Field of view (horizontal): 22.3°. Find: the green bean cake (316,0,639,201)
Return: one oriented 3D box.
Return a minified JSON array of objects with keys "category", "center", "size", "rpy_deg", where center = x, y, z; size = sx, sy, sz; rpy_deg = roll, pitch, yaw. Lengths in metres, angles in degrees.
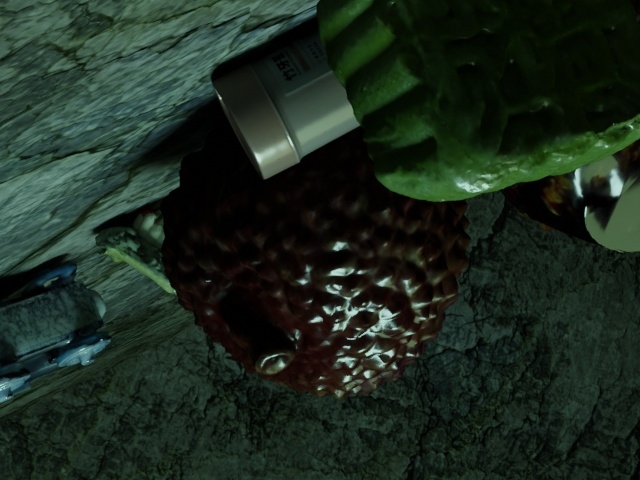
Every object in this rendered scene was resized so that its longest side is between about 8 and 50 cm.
[{"category":"green bean cake","center":[0.134,-0.149,1.296],"size":[0.248,0.222,0.125],"rpy_deg":[-22,174,-26]}]

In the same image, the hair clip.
[{"category":"hair clip","center":[-0.169,0.017,1.938],"size":[0.091,0.138,0.321],"rpy_deg":[-58,174,-2]}]

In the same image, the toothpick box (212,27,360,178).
[{"category":"toothpick box","center":[-0.007,-0.129,1.410],"size":[0.149,0.098,0.098],"rpy_deg":[-28,175,-4]}]

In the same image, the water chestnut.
[{"category":"water chestnut","center":[0.282,-0.168,1.733],"size":[0.335,0.347,0.335],"rpy_deg":[-22,130,-29]}]

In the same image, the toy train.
[{"category":"toy train","center":[-0.375,0.127,1.823],"size":[0.202,0.131,0.300],"rpy_deg":[-29,174,27]}]

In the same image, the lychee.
[{"category":"lychee","center":[0.000,0.000,1.570],"size":[0.306,0.306,0.330],"rpy_deg":[-34,-163,50]}]
